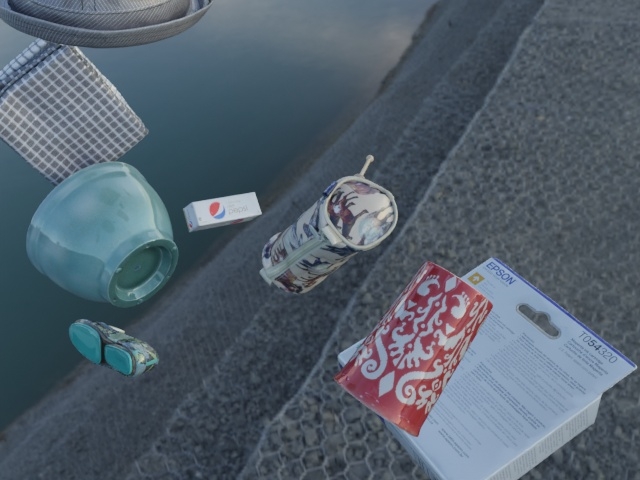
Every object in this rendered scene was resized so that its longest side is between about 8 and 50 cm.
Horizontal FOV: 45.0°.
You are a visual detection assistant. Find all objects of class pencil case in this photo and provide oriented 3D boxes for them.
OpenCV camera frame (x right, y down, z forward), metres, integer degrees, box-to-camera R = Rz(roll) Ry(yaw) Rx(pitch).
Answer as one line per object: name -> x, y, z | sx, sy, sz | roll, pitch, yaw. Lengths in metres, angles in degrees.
pencil case -> 0.000, 0.000, 1.717 | 0.184, 0.159, 0.410 | -21, -9, -29

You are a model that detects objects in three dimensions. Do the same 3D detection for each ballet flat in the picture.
ballet flat -> -0.318, 0.166, 1.203 | 0.188, 0.070, 0.070 | 20, 44, 41

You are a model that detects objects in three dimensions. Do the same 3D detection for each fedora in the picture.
fedora -> -0.235, -0.310, 0.826 | 0.244, 0.124, 0.275 | 5, 35, -3

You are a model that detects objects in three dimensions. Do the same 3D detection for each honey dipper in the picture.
honey dipper -> 0.099, -0.157, 1.770 | 0.031, 0.030, 0.160 | 3, 29, 18

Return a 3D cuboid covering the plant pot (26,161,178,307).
plant pot -> -0.418, 0.014, 1.587 | 0.293, 0.293, 0.196 | -34, 60, -31

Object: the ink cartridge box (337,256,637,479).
ink cartridge box -> 0.247, 0.206, 1.198 | 0.330, 0.071, 0.324 | -30, 42, -14

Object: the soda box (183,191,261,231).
soda box -> -0.284, -0.084, 2.245 | 0.216, 0.073, 0.069 | -13, -8, -38

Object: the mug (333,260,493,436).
mug -> 0.105, 0.115, 0.882 | 0.169, 0.113, 0.150 | -56, 8, -2

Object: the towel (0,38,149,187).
towel -> -0.522, -0.248, 1.567 | 0.235, 0.283, 0.121 | -39, 45, 2
